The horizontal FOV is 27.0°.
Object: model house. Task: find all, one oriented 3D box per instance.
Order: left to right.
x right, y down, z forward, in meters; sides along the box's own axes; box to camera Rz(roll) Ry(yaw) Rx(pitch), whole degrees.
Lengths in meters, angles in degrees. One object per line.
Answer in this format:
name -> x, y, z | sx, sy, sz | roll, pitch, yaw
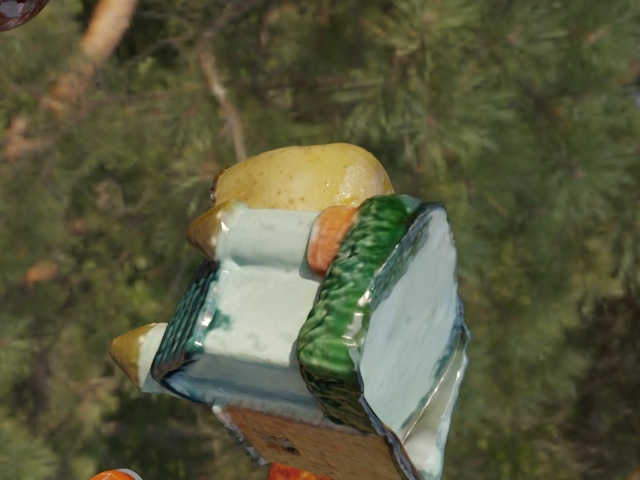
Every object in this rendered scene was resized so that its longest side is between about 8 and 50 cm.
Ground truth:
model house -> -0.040, 0.079, 1.085 | 0.253, 0.291, 0.184 | 65, 35, -54

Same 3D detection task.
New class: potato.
potato -> 0.000, 0.000, 1.643 | 0.242, 0.242, 0.285 | 86, -6, -65

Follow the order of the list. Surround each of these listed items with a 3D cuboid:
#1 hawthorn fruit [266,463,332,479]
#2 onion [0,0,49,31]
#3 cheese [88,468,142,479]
hawthorn fruit -> 0.024, 0.274, 1.504 | 0.207, 0.207, 0.243 | -109, -179, -78
onion -> -0.367, -0.377, 1.503 | 0.273, 0.285, 0.273 | -7, 90, -73
cheese -> -0.215, 0.304, 1.463 | 0.256, 0.106, 0.037 | 5, -42, 55
